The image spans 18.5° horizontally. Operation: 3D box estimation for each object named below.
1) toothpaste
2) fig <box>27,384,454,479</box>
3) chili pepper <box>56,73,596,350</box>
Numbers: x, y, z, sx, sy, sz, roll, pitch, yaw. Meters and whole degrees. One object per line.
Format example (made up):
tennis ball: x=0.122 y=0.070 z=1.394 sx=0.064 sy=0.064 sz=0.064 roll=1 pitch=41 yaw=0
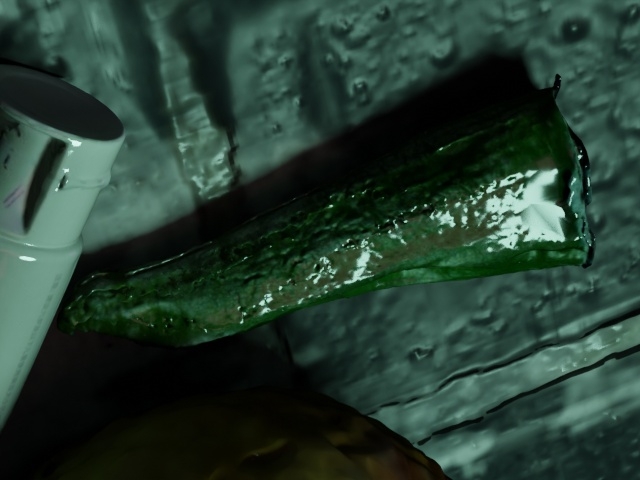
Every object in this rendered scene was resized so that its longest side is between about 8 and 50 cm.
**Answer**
toothpaste: x=-0.167 y=0.085 z=0.779 sx=0.066 sy=0.100 sz=0.323 roll=-6 pitch=127 yaw=-57
fig: x=-0.094 y=0.216 z=0.836 sx=0.368 sy=0.286 sz=0.286 roll=-13 pitch=132 yaw=25
chili pepper: x=0.000 y=0.000 z=0.809 sx=0.227 sy=0.059 sz=0.088 roll=-15 pitch=121 yaw=-7
